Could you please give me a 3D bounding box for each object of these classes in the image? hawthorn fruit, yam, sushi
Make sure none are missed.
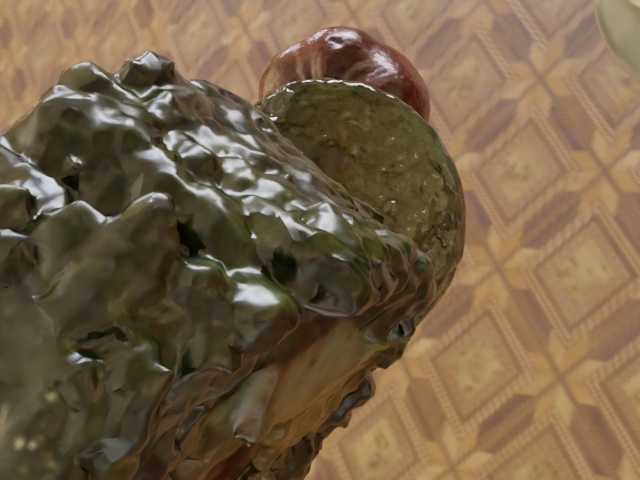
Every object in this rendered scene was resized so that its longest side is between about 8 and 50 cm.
[{"bbox_3d":[0.026,-0.123,1.281,0.185,0.202,0.185,-1,88,14],"label":"hawthorn fruit"},{"bbox_3d":[0.000,0.000,0.954,0.300,0.195,0.195,111,175,-81],"label":"yam"},{"bbox_3d":[-0.125,0.090,0.550,0.178,0.294,0.352,40,94,16],"label":"sushi"}]

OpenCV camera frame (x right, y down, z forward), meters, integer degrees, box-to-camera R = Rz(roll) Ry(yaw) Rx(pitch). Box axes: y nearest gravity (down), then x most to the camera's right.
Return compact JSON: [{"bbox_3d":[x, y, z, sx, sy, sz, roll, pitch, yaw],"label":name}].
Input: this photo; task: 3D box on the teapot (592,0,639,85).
[{"bbox_3d":[0.288,-0.167,0.809,0.208,0.166,0.299,-33,63,18],"label":"teapot"}]
